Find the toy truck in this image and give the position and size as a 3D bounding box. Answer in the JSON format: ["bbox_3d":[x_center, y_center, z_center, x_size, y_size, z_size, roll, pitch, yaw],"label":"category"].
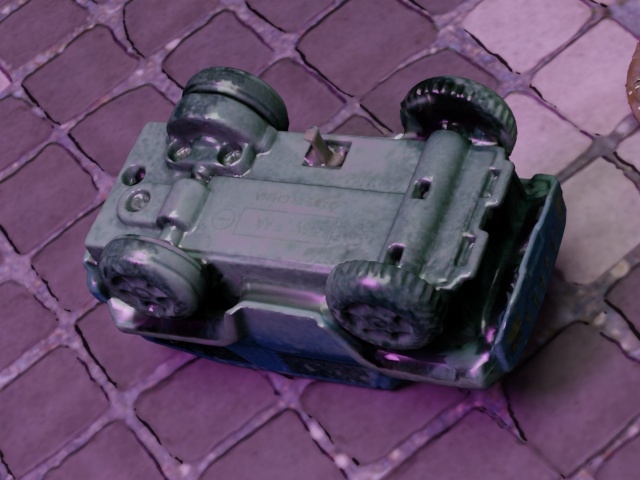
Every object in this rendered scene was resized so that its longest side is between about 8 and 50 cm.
[{"bbox_3d":[0.000,0.000,0.922,0.279,0.156,0.155,6,58,28],"label":"toy truck"}]

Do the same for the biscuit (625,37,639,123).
[{"bbox_3d":[0.263,-0.108,0.972,0.152,0.020,0.152,-12,50,15],"label":"biscuit"}]
